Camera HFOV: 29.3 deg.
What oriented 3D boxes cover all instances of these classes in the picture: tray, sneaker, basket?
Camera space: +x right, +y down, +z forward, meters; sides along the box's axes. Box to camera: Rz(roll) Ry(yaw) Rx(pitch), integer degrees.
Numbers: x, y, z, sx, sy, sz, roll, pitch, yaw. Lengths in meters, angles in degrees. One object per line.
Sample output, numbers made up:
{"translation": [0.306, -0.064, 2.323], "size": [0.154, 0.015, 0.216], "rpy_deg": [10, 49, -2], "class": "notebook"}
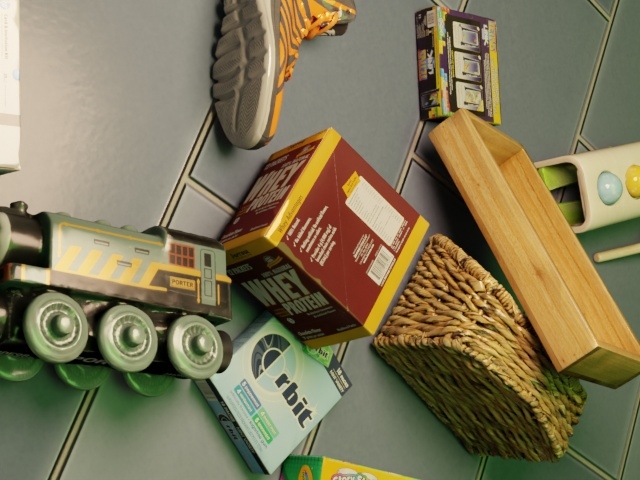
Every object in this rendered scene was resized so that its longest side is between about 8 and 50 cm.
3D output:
{"translation": [0.311, 0.012, 1.753], "size": [0.203, 0.076, 0.411], "rpy_deg": [20, 38, -53], "class": "tray"}
{"translation": [-0.036, -0.265, 1.606], "size": [0.180, 0.125, 0.321], "rpy_deg": [11, 77, -39], "class": "sneaker"}
{"translation": [0.264, 0.148, 1.761], "size": [0.299, 0.213, 0.223], "rpy_deg": [48, 57, -27], "class": "basket"}

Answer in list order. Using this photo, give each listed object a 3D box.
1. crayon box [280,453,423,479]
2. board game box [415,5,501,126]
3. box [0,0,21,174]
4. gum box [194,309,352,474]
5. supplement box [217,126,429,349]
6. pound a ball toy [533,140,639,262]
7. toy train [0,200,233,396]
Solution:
{"translation": [0.065, 0.393, 1.643], "size": [0.278, 0.081, 0.165], "rpy_deg": [22, 71, -38], "class": "crayon box"}
{"translation": [0.212, -0.263, 1.877], "size": [0.141, 0.048, 0.170], "rpy_deg": [4, 82, -43], "class": "board game box"}
{"translation": [-0.367, -0.157, 1.286], "size": [0.038, 0.145, 0.186], "rpy_deg": [2, 83, -44], "class": "box"}
{"translation": [-0.058, 0.184, 1.587], "size": [0.184, 0.041, 0.157], "rpy_deg": [-44, 112, -36], "class": "gum box"}
{"translation": [0.000, 0.000, 1.558], "size": [0.194, 0.129, 0.191], "rpy_deg": [43, 56, -21], "class": "supplement box"}
{"translation": [0.513, -0.058, 2.060], "size": [0.319, 0.136, 0.208], "rpy_deg": [-12, 92, -41], "class": "pound a ball toy"}
{"translation": [-0.243, 0.067, 1.385], "size": [0.334, 0.142, 0.190], "rpy_deg": [13, 64, -38], "class": "toy train"}
